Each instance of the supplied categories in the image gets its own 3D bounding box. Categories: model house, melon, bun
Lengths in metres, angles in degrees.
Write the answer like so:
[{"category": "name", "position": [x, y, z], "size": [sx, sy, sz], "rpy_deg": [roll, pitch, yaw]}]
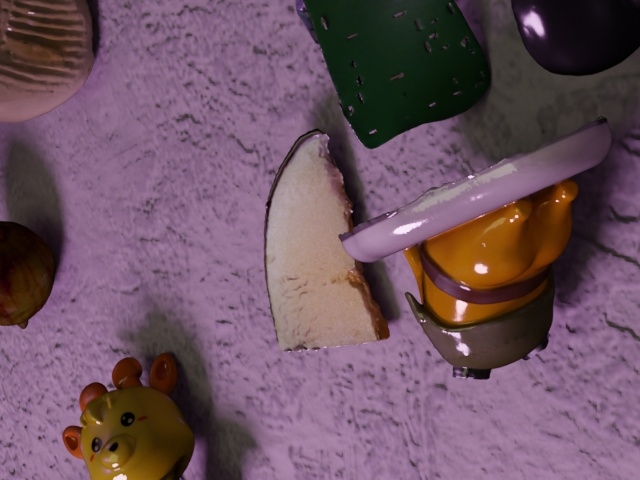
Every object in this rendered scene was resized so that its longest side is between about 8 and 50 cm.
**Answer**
[{"category": "model house", "position": [0.043, -0.167, 1.155], "size": [0.167, 0.117, 0.088], "rpy_deg": [63, 178, -18]}, {"category": "melon", "position": [-0.005, 0.003, 1.284], "size": [0.098, 0.054, 0.182], "rpy_deg": [-16, 90, 42]}, {"category": "bun", "position": [-0.317, -0.207, 1.488], "size": [0.128, 0.193, 0.178], "rpy_deg": [21, 96, 67]}]

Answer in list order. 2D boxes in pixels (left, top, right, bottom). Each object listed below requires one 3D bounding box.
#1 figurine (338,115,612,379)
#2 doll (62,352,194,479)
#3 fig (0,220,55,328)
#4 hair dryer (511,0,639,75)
[{"category": "figurine", "position": [0.126, 0.019, 1.058], "size": [0.141, 0.166, 0.250], "rpy_deg": [67, 155, 2]}, {"category": "doll", "position": [-0.162, 0.212, 1.477], "size": [0.143, 0.135, 0.221], "rpy_deg": [-41, 61, 11]}, {"category": "fig", "position": [-0.329, 0.048, 1.620], "size": [0.109, 0.103, 0.155], "rpy_deg": [36, 153, 36]}, {"category": "hair dryer", "position": [0.261, -0.081, 0.901], "size": [0.320, 0.155, 0.284], "rpy_deg": [20, 105, 34]}]
